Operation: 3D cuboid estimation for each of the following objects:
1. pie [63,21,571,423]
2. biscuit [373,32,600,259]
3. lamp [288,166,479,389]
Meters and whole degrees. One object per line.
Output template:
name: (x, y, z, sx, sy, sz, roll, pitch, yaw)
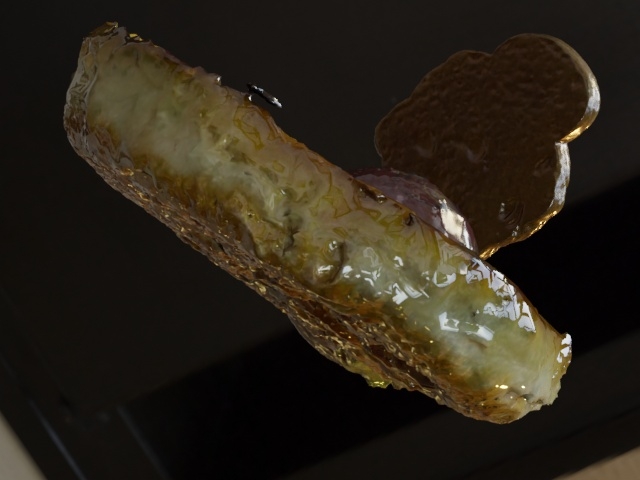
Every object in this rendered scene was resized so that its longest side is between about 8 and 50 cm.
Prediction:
pie: (0.000, 0.000, 0.711, 0.092, 0.315, 0.315, -56, -160, -2)
biscuit: (0.160, -0.084, 1.358, 0.290, 0.208, 0.041, -42, 151, 25)
lamp: (0.040, 0.026, 0.992, 0.156, 0.157, 0.135, -57, 172, 21)
